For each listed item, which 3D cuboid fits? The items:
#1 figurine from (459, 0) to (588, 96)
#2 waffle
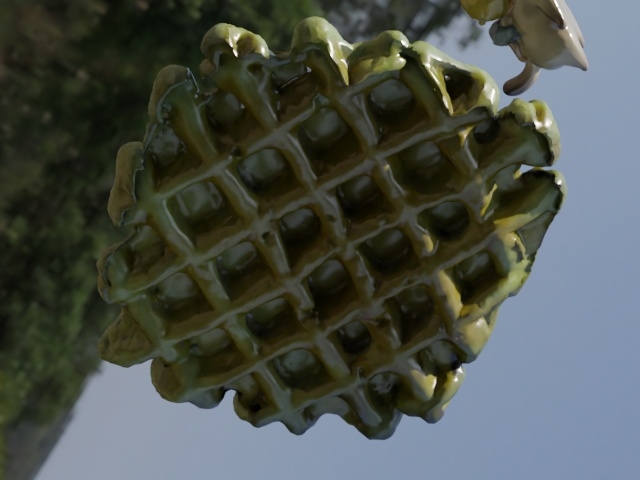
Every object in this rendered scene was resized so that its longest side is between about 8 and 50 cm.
[{"bbox_3d":[0.103,-0.116,0.898,0.050,0.083,0.047,-25,-157,12],"label":"figurine"},{"bbox_3d":[0.000,0.000,0.666,0.036,0.169,0.183,-100,-151,-58],"label":"waffle"}]
